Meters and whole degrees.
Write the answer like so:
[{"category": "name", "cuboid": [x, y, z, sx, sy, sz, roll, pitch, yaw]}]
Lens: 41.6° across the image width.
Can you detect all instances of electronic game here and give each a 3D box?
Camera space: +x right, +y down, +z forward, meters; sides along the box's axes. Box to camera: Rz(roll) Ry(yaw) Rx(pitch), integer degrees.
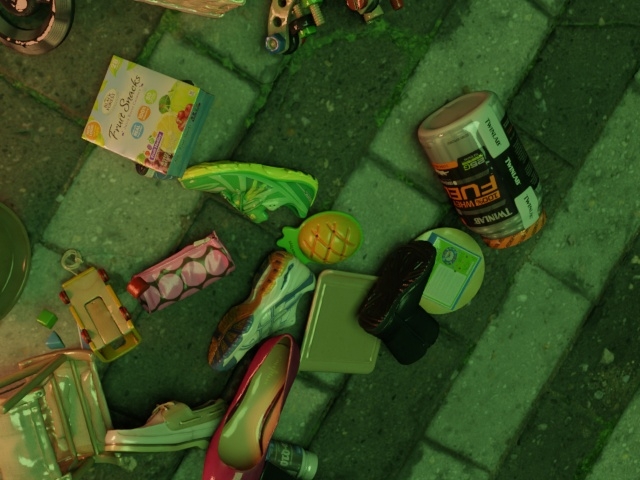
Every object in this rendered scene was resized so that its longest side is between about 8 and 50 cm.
[{"category": "electronic game", "cuboid": [-0.536, -0.446, 1.502, 0.229, 0.048, 0.229, 11, 119, 20]}]

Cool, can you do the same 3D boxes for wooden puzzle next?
[{"category": "wooden puzzle", "cuboid": [0.055, 0.183, 1.873, 0.220, 0.044, 0.239, 10, 101, -38]}]

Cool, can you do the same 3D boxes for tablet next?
[{"category": "tablet", "cuboid": [-0.470, 0.189, 1.737, 0.054, 0.006, 0.083, -10, 105, -17]}]

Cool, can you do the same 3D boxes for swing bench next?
[{"category": "swing bench", "cuboid": [-0.545, 0.376, 1.648, 0.254, 0.165, 0.253, -31, 114, -56]}]

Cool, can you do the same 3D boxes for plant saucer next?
[{"category": "plant saucer", "cuboid": [-0.667, 0.048, 1.561, 0.277, 0.041, 0.278, -22, 119, -48]}]

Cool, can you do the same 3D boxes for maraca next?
[{"category": "maraca", "cuboid": [0.000, 0.000, 1.812, 0.185, 0.099, 0.127, -15, 114, 9]}]

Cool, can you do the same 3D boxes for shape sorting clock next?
[{"category": "shape sorting clock", "cuboid": [0.279, 0.070, 1.945, 0.206, 0.040, 0.206, -4, 107, -13]}]

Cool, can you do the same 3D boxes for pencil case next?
[{"category": "pencil case", "cuboid": [-0.285, 0.064, 1.730, 0.209, 0.095, 0.098, -31, 142, -12]}]

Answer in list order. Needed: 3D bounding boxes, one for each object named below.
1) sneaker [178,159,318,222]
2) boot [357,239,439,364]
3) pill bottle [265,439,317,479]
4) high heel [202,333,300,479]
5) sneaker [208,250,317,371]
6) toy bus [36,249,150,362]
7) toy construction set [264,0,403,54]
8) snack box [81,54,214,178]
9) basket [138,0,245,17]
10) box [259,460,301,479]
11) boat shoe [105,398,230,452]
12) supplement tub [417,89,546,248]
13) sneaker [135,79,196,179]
[{"category": "sneaker", "cuboid": [-0.145, -0.099, 1.733, 0.295, 0.109, 0.124, 6, 95, -20]}, {"category": "boot", "cuboid": [0.208, 0.142, 1.883, 0.247, 0.094, 0.207, -55, 136, -6]}, {"category": "pill bottle", "cuboid": [-0.081, 0.493, 1.890, 0.137, 0.078, 0.078, 19, 94, -21]}, {"category": "high heel", "cuboid": [-0.146, 0.365, 1.705, 0.127, 0.181, 0.377, 18, 60, 2]}, {"category": "sneaker", "cuboid": [-0.117, 0.171, 1.799, 0.131, 0.112, 0.296, 34, 95, -33]}, {"category": "toy bus", "cuboid": [-0.439, 0.142, 1.675, 0.190, 0.104, 0.202, 10, 64, 9]}, {"category": "toy construction set", "cuboid": [0.000, -0.528, 1.659, 0.308, 0.257, 0.237, -26, 96, -33]}, {"category": "snack box", "cuboid": [-0.330, -0.235, 1.608, 0.207, 0.070, 0.175, 23, 93, 20]}, {"category": "basket", "cuboid": [-0.279, -0.599, 1.509, 0.331, 0.266, 0.329, 9, 99, -18]}, {"category": "box", "cuboid": [-0.082, 0.595, 1.844, 0.261, 0.184, 0.103, 37, 54, -21]}, {"category": "boat shoe", "cuboid": [-0.313, 0.386, 1.753, 0.302, 0.113, 0.104, 7, 76, -46]}, {"category": "supplement tub", "cuboid": [0.363, -0.151, 1.849, 0.193, 0.193, 0.316, -35, 109, -9]}, {"category": "sneaker", "cuboid": [-0.295, -0.220, 1.686, 0.081, 0.080, 0.211, 21, 97, -38]}]
